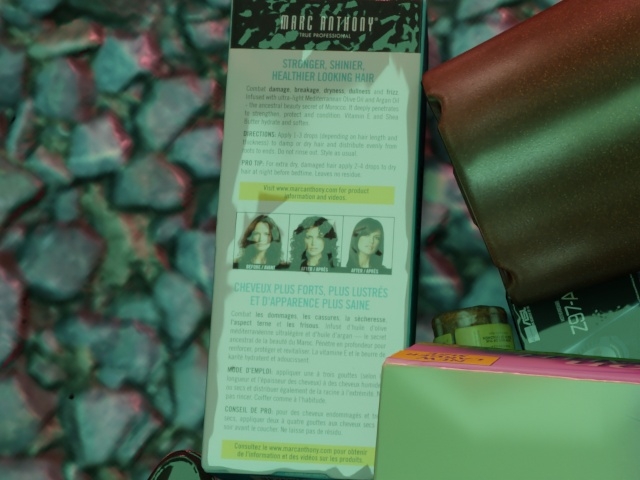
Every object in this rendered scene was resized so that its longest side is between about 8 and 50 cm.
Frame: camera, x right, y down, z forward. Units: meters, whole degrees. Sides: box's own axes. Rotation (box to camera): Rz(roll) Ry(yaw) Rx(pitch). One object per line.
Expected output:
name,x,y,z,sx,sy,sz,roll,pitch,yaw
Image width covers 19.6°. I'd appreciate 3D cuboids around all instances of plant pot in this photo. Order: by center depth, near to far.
plant pot,0.145,-0.055,0.890,0.165,0.167,0.167,-22,77,7

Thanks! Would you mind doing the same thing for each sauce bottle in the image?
sauce bottle,0.083,0.097,0.919,0.042,0.042,0.128,-8,80,4

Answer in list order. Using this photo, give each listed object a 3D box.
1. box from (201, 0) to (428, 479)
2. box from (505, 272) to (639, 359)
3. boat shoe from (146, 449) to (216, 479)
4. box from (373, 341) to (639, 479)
box,0.000,0.000,0.937,0.100,0.060,0.244,2,78,6
box,0.137,0.055,0.934,0.067,0.018,0.083,-16,77,2
boat shoe,-0.082,0.168,0.920,0.049,0.042,0.133,15,78,11
box,0.133,0.175,0.824,0.213,0.117,0.243,3,92,13
